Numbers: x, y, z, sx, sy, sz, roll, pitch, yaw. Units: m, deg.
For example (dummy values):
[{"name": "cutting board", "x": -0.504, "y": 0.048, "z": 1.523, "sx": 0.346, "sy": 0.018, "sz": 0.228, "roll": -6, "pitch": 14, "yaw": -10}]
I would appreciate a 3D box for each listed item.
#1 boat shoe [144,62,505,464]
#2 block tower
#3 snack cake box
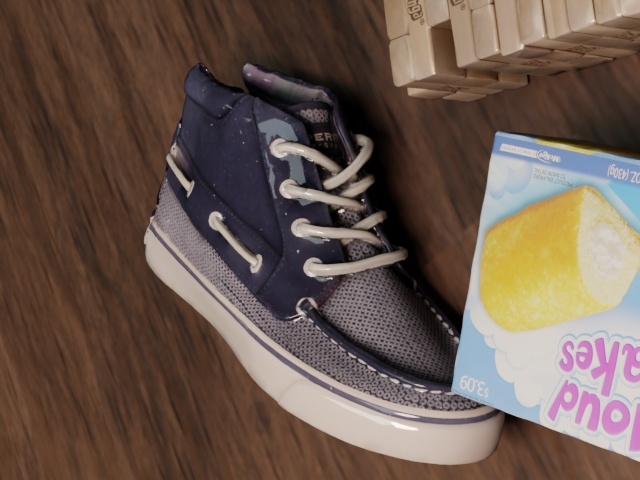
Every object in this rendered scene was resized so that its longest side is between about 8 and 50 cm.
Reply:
[{"name": "boat shoe", "x": 0.000, "y": 0.000, "z": 1.026, "sx": 0.340, "sy": 0.127, "sz": 0.158, "roll": 33, "pitch": 121, "yaw": 42}, {"name": "block tower", "x": 0.172, "y": -0.156, "z": 0.875, "sx": 0.335, "sy": 0.091, "sz": 0.097, "roll": -15, "pitch": 80, "yaw": 46}, {"name": "snack cake box", "x": 0.201, "y": 0.041, "z": 0.811, "sx": 0.264, "sy": 0.089, "sz": 0.152, "roll": 17, "pitch": 100, "yaw": 45}]
